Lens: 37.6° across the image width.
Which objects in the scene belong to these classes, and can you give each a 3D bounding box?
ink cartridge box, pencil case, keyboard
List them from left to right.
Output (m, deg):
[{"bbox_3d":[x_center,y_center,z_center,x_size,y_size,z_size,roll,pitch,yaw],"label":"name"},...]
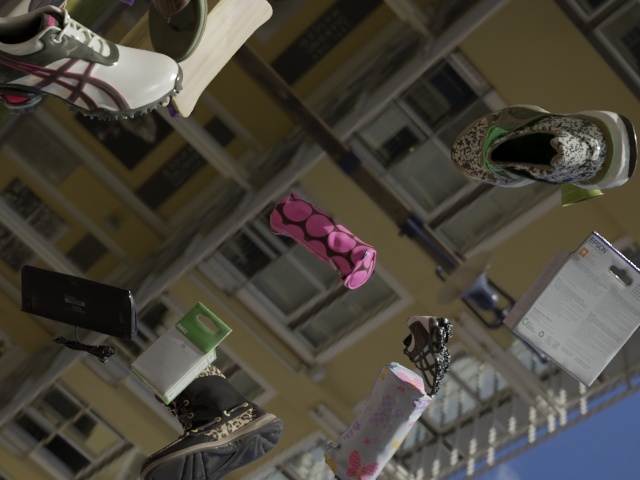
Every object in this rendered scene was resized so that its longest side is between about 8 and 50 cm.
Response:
[{"bbox_3d":[-0.569,0.177,2.208,0.033,0.317,0.202,-33,132,-62],"label":"keyboard"},{"bbox_3d":[-0.305,0.249,2.088,0.209,0.109,0.062,-44,160,-21],"label":"ink cartridge box"},{"bbox_3d":[0.000,0.000,1.703,0.098,0.209,0.095,-36,150,-38],"label":"pencil case"},{"bbox_3d":[0.121,0.392,1.989,0.273,0.124,0.113,-56,159,12],"label":"pencil case"},{"bbox_3d":[0.469,0.119,1.672,0.224,0.223,0.045,-51,-155,6],"label":"ink cartridge box"}]

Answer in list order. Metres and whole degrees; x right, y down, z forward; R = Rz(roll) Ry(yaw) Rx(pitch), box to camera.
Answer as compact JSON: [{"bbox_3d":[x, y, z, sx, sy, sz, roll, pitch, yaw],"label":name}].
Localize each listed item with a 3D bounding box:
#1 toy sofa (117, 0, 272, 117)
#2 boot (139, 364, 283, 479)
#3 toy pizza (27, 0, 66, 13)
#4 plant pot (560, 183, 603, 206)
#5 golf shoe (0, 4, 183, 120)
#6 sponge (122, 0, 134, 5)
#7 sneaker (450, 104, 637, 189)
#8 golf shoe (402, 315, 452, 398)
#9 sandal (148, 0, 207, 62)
[{"bbox_3d":[-0.278,-0.442,1.974,0.150,0.177,0.362,23,-111,37],"label":"toy sofa"},{"bbox_3d":[-0.312,0.441,2.251,0.377,0.138,0.284,-19,-139,-34],"label":"boot"},{"bbox_3d":[-0.603,-0.584,2.188,0.201,0.032,0.201,-25,-135,27],"label":"toy pizza"},{"bbox_3d":[0.492,-0.114,1.810,0.083,0.079,0.083,-16,176,-1],"label":"plant pot"},{"bbox_3d":[-0.301,-0.221,1.160,0.120,0.272,0.105,106,-24,-44],"label":"golf shoe"},{"bbox_3d":[-0.405,-0.490,1.654,0.031,0.210,0.117,-56,-167,29],"label":"sponge"},{"bbox_3d":[0.340,-0.167,1.640,0.182,0.158,0.410,-2,-177,-31],"label":"sneaker"},{"bbox_3d":[0.210,0.226,1.880,0.093,0.198,0.077,14,-145,21],"label":"golf shoe"},{"bbox_3d":[-0.258,-0.461,1.645,0.086,0.120,0.303,-30,138,-55],"label":"sandal"}]
